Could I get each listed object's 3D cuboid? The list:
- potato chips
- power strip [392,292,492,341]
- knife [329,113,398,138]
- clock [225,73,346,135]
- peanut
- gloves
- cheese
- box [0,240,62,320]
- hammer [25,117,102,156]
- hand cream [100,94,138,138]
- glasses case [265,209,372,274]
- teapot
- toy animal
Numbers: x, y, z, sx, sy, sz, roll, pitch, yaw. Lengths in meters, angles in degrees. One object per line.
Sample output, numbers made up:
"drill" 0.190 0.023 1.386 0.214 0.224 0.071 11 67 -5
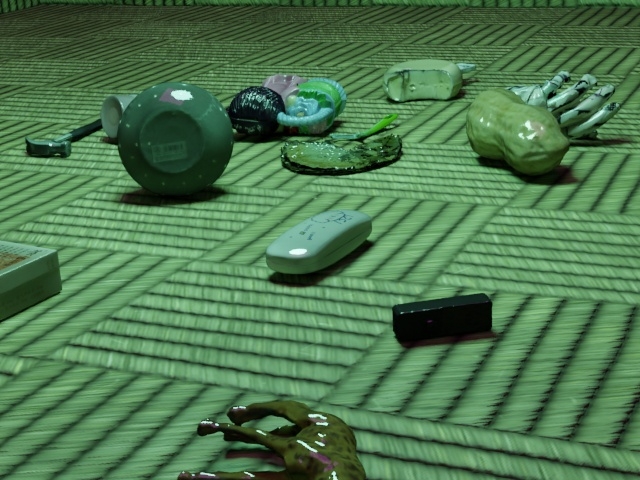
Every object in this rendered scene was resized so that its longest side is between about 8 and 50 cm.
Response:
"potato chips" 0.040 -0.151 2.027 0.220 0.029 0.202 -13 21 -18
"power strip" 0.134 0.085 1.292 0.111 0.038 0.029 -8 20 -8
"knife" 0.089 -0.208 2.183 0.078 0.023 0.166 7 22 36
"clock" -0.066 -0.251 2.222 0.194 0.100 0.195 7 22 23
"peanut" 0.313 -0.172 1.912 0.123 0.124 0.257 -8 24 -14
"gloves" 0.408 -0.221 2.038 0.212 0.128 0.111 4 29 32
"cheese" 0.230 -0.350 2.504 0.163 0.071 0.249 4 20 18
"box" -0.433 0.059 1.431 0.141 0.058 0.201 8 21 31
"hammer" -0.480 -0.203 2.261 0.103 0.029 0.246 3 18 15
"hand cream" -0.300 -0.242 2.287 0.248 0.083 0.133 -8 19 -44
"glasses case" 0.000 0.000 1.543 0.076 0.049 0.197 7 22 30
"teapot" -0.228 -0.167 1.921 0.183 0.184 0.251 -3 7 0
"toy animal" -0.015 0.196 0.970 0.149 0.054 0.275 -19 25 -32
